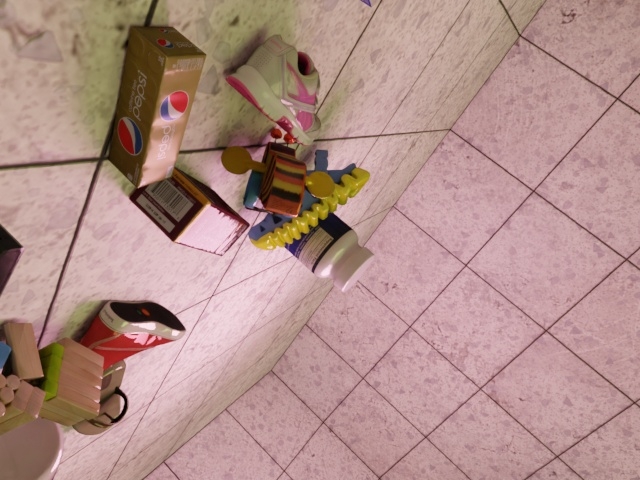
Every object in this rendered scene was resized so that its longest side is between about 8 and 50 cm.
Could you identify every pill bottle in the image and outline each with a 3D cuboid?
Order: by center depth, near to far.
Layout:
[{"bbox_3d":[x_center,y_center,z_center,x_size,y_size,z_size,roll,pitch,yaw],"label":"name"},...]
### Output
[{"bbox_3d":[-0.559,0.427,0.781,0.169,0.169,0.302,-28,155,-57],"label":"pill bottle"},{"bbox_3d":[0.000,0.000,1.173,0.153,0.264,0.153,-46,167,-14],"label":"pill bottle"}]

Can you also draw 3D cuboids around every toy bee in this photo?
[{"bbox_3d":[-0.089,-0.130,0.832,0.195,0.298,0.162,13,91,-37],"label":"toy bee"}]

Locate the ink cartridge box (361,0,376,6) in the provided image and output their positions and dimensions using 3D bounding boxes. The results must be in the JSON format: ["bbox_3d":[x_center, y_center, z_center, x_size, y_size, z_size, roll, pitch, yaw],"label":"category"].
[{"bbox_3d":[0.118,-0.475,0.695,0.207,0.046,0.097,-52,168,11],"label":"ink cartridge box"}]

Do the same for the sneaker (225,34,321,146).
[{"bbox_3d":[-0.041,-0.235,0.733,0.111,0.103,0.252,-49,168,8],"label":"sneaker"}]

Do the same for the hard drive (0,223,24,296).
[{"bbox_3d":[-0.326,-0.001,0.398,0.094,0.135,0.022,-53,170,17],"label":"hard drive"}]

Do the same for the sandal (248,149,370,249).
[{"bbox_3d":[-0.042,-0.099,1.060,0.317,0.138,0.126,-38,172,-17],"label":"sandal"}]

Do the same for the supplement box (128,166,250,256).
[{"bbox_3d":[-0.203,-0.045,0.744,0.081,0.104,0.188,-48,167,0],"label":"supplement box"}]

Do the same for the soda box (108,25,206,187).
[{"bbox_3d":[-0.198,-0.154,0.543,0.058,0.061,0.181,-32,159,-50],"label":"soda box"}]

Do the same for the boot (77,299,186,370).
[{"bbox_3d":[-0.390,0.211,0.912,0.176,0.088,0.244,-49,159,2],"label":"boot"}]

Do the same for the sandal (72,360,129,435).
[{"bbox_3d":[-0.490,0.376,1.039,0.120,0.086,0.303,-36,161,-44],"label":"sandal"}]

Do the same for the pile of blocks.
[{"bbox_3d":[-0.459,0.199,0.613,0.112,0.149,0.362,-26,161,8],"label":"pile of blocks"}]
